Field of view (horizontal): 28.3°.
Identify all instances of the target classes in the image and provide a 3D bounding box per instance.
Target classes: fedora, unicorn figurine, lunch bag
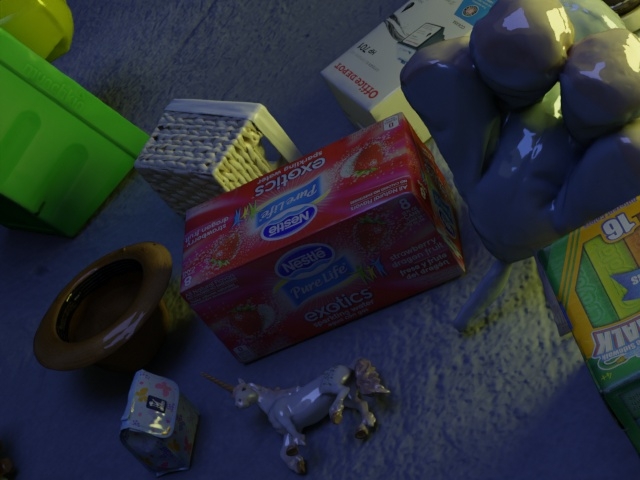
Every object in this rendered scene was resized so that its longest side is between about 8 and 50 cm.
[{"bbox_3d":[-0.219,0.087,1.375,0.194,0.079,0.194,-27,31,17],"label":"fedora"},{"bbox_3d":[-0.018,0.153,1.160,0.162,0.060,0.111,-18,36,-1],"label":"unicorn figurine"},{"bbox_3d":[-0.157,0.174,1.220,0.053,0.083,0.071,-19,39,24],"label":"lunch bag"}]

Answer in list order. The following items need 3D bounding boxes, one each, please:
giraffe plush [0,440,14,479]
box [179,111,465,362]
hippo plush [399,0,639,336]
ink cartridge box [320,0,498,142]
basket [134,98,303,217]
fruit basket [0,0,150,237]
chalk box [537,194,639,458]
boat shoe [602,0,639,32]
[{"bbox_3d":[-0.410,0.252,1.312,0.170,0.181,0.210,-27,1,-4],"label":"giraffe plush"},{"bbox_3d":[0.000,0.000,1.250,0.257,0.122,0.128,-23,38,18],"label":"box"},{"bbox_3d":[0.233,-0.101,1.112,0.234,0.294,0.236,-2,25,36],"label":"hippo plush"},{"bbox_3d":[0.115,-0.195,1.411,0.191,0.082,0.139,-38,35,-4],"label":"ink cartridge box"},{"bbox_3d":[-0.118,-0.087,1.458,0.167,0.113,0.103,8,57,45],"label":"basket"},{"bbox_3d":[-0.403,-0.232,1.642,0.283,0.392,0.392,7,54,44],"label":"fruit basket"},{"bbox_3d":[0.266,0.081,0.928,0.132,0.132,0.213,-29,36,11],"label":"chalk box"},{"bbox_3d":[0.254,-0.322,1.421,0.116,0.096,0.324,-39,36,-3],"label":"boat shoe"}]
